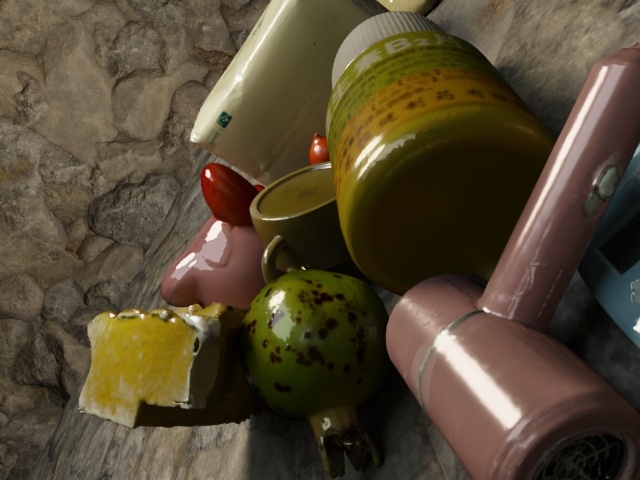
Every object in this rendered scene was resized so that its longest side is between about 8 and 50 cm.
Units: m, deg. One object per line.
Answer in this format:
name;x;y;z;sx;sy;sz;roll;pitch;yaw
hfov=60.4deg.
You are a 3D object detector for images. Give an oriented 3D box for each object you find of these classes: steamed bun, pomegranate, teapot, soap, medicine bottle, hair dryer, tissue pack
steamed bun;0.159;-0.542;1.170;0.231;0.110;0.212;-18;48;54
pomegranate;0.011;0.151;0.677;0.198;0.246;0.198;-38;-6;-5
teapot;0.000;0.000;0.834;0.185;0.175;0.267;-3;32;37
soap;-0.119;0.181;0.792;0.304;0.339;0.169;-8;74;43
medicine bottle;0.119;-0.130;0.666;0.224;0.224;0.384;-49;26;28
hair dryer;0.183;0.018;0.426;0.210;0.125;0.352;-124;51;-65
tissue pack;-0.019;-0.284;1.021;0.380;0.297;0.207;-50;25;28

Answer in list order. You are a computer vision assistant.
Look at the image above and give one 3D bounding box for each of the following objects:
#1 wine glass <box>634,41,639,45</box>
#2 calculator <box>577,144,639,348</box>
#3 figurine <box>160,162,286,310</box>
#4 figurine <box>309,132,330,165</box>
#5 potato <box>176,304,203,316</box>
wine glass;0.352;-0.172;0.417;0.195;0.079;0.079;-28;40;51
calculator;0.292;-0.003;0.406;0.188;0.042;0.302;-51;26;25
figurine;-0.122;0.031;0.981;0.261;0.211;0.270;-64;-16;-1
figurine;0.043;-0.130;0.921;0.075;0.140;0.068;-64;20;-4
potato;-0.327;0.202;1.387;0.107;0.080;0.170;-33;39;35
